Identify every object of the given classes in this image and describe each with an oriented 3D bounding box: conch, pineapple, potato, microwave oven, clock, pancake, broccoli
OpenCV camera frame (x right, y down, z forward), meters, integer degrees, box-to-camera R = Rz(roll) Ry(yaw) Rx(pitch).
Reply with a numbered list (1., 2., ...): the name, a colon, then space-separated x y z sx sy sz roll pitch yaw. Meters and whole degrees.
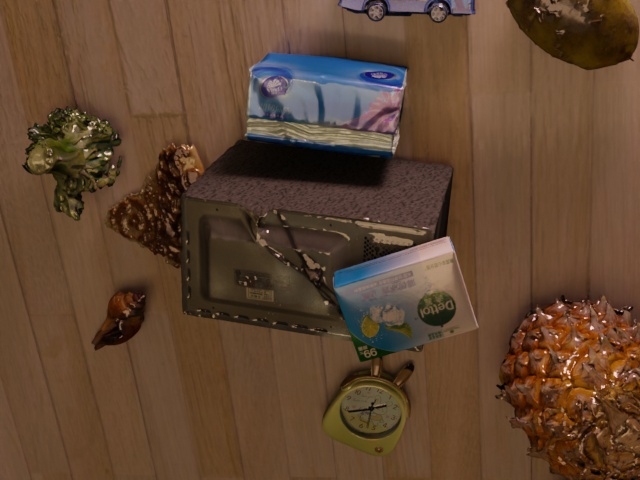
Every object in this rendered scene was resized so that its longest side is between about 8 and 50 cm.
1. conch: -0.428 0.175 1.876 0.080 0.086 0.232 -3 137 -33
2. pineapple: 0.518 0.287 1.621 0.352 0.300 0.352 -3 108 -10
3. potato: 0.430 -0.376 1.457 0.251 0.113 0.149 34 112 -5
4. microwave oven: 0.000 0.000 1.566 0.432 0.374 0.236 7 116 11
5. clock: 0.115 0.348 1.867 0.170 0.069 0.232 24 115 -2
6. pancake: -0.333 -0.070 1.771 0.244 0.057 0.266 -1 110 19
7. broccoli: -0.493 -0.130 1.634 0.177 0.275 0.198 14 117 -1

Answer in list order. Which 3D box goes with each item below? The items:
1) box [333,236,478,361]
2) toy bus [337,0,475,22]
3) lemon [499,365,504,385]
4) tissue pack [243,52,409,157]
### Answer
1. box: 0.131 0.093 1.354 0.194 0.073 0.139 -18 109 7
2. toy bus: 0.151 -0.430 1.498 0.236 0.079 0.094 3 113 8
3. lemon: 0.404 0.284 1.792 0.062 0.062 0.083 -40 103 23
4. tissue pack: 0.016 -0.247 1.539 0.263 0.198 0.146 9 113 5
